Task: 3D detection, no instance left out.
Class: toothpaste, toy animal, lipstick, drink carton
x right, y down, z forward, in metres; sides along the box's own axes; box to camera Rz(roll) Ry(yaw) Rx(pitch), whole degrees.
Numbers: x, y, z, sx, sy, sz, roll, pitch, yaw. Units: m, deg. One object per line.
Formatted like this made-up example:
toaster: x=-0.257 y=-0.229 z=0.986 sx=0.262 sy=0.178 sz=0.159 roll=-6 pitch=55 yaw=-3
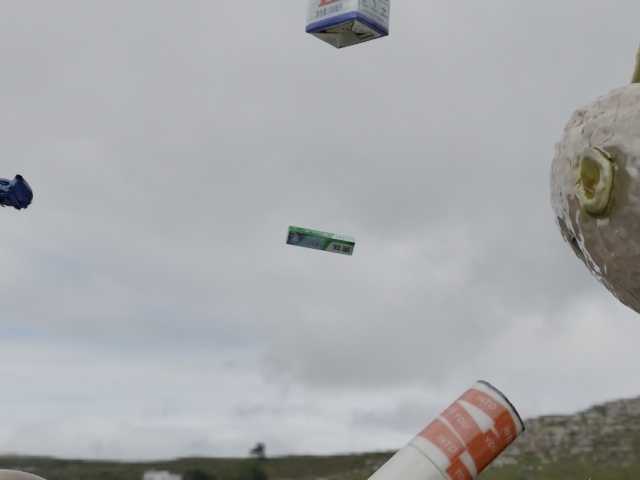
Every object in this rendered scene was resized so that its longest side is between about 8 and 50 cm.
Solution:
toothpaste: x=0.000 y=0.000 z=1.109 sx=0.083 sy=0.020 sz=0.017 roll=10 pitch=23 yaw=-10
toy animal: x=0.319 y=-0.025 z=0.731 sx=0.358 sy=0.188 sz=0.226 roll=15 pitch=-33 yaw=48
lipstick: x=0.052 y=0.131 z=0.495 sx=0.130 sy=0.038 sz=0.038 roll=-38 pitch=-7 yaw=-15
drink carton: x=0.058 y=-0.527 z=1.701 sx=0.130 sy=0.315 sz=0.106 roll=-5 pitch=-14 yaw=39

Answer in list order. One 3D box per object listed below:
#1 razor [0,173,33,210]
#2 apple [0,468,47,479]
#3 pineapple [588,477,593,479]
razor: x=-0.310 y=-0.074 z=0.554 sx=0.093 sy=0.056 sz=0.324 roll=11 pitch=-15 yaw=22
apple: x=-0.253 y=0.267 z=0.690 sx=0.196 sy=0.196 sz=0.196 roll=0 pitch=-15 yaw=0
pineapple: x=0.305 y=0.401 z=0.827 sx=0.352 sy=0.352 sz=0.300 roll=7 pitch=13 yaw=-23
